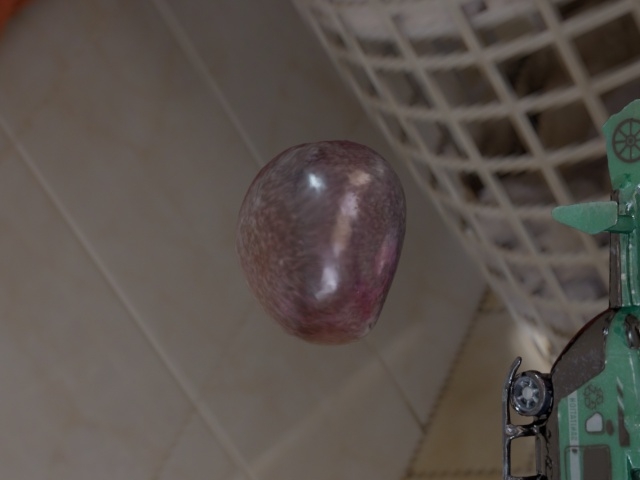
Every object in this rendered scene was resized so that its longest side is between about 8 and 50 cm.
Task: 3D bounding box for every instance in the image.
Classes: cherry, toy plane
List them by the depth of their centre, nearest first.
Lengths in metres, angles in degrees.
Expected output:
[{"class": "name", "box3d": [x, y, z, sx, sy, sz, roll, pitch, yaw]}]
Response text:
[{"class": "toy plane", "box3d": [0.217, 0.092, 1.277, 0.155, 0.382, 0.106, -2, -4, 41]}, {"class": "cherry", "box3d": [-0.002, 0.003, 1.532, 0.176, 0.140, 0.176, -163, 90, -73]}]
